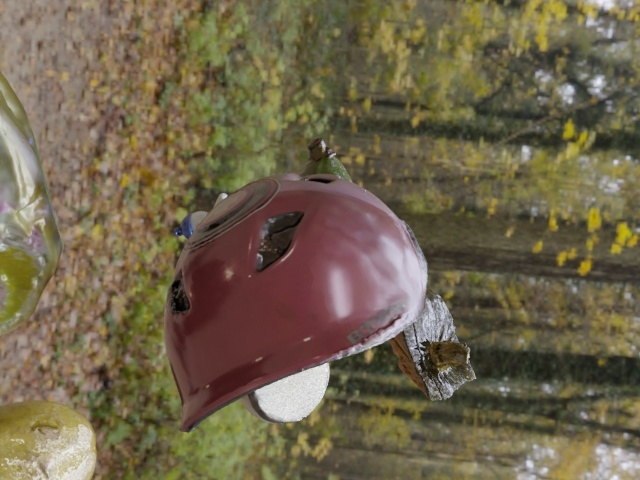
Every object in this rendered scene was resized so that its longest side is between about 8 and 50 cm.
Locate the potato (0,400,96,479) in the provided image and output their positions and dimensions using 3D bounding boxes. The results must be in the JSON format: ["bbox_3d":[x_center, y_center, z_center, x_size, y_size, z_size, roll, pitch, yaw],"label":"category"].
[{"bbox_3d":[-0.585,0.514,1.656,0.290,0.296,0.397,-32,-118,48],"label":"potato"}]

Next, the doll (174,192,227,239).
[{"bbox_3d":[-0.139,-0.027,1.180,0.098,0.143,0.057,68,13,-48],"label":"doll"}]

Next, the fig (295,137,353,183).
[{"bbox_3d":[0.000,0.000,1.011,0.195,0.195,0.244,86,20,-78],"label":"fig"}]

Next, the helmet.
[{"bbox_3d":[-0.028,0.025,0.619,0.154,0.198,0.253,66,17,8],"label":"helmet"}]

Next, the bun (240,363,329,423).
[{"bbox_3d":[-0.075,0.234,1.487,0.120,0.173,0.172,16,-78,60],"label":"bun"}]

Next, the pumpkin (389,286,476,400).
[{"bbox_3d":[0.174,0.162,1.490,0.248,0.131,0.126,35,-61,43],"label":"pumpkin"}]

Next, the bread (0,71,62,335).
[{"bbox_3d":[-0.250,-0.057,0.532,0.260,0.158,0.156,99,-18,-57],"label":"bread"}]
